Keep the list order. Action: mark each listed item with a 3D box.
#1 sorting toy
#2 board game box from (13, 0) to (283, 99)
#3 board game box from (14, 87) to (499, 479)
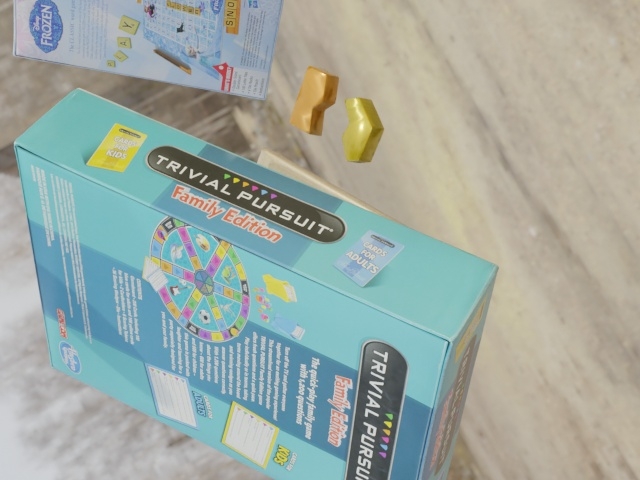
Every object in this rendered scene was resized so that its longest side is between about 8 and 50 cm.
[{"bbox_3d":[0.000,0.000,1.176,0.041,0.307,0.229,3,-158,-46],"label":"sorting toy"},{"bbox_3d":[-0.193,-0.327,1.382,0.319,0.317,0.066,105,173,-45],"label":"board game box"},{"bbox_3d":[-0.055,0.060,0.885,0.336,0.079,0.254,24,139,17],"label":"board game box"}]
